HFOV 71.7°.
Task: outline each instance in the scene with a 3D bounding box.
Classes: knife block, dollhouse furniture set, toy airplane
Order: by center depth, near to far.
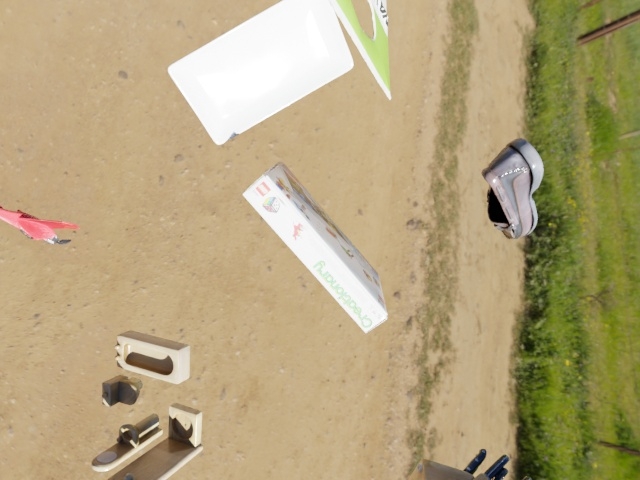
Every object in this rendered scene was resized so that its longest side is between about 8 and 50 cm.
[{"bbox_3d":[-0.371,-0.030,0.537,0.151,0.151,0.028,35,61,-32],"label":"toy airplane"},{"bbox_3d":[-0.253,0.224,0.599,0.123,0.144,0.151,-13,109,-67],"label":"dollhouse furniture set"},{"bbox_3d":[0.246,0.434,0.645,0.242,0.088,0.275,19,24,-3],"label":"knife block"}]

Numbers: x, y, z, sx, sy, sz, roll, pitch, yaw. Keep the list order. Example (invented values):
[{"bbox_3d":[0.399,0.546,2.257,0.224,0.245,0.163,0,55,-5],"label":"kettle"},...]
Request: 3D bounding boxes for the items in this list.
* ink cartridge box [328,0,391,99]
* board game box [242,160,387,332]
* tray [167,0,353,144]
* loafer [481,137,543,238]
[{"bbox_3d":[-0.020,-0.244,0.306,0.189,0.097,0.255,6,81,-70],"label":"ink cartridge box"},{"bbox_3d":[0.000,0.000,0.785,0.305,0.053,0.193,49,13,-10],"label":"board game box"},{"bbox_3d":[-0.089,-0.281,0.712,0.270,0.030,0.145,-30,127,0],"label":"tray"},{"bbox_3d":[0.355,-0.079,0.862,0.109,0.095,0.302,61,4,32],"label":"loafer"}]
